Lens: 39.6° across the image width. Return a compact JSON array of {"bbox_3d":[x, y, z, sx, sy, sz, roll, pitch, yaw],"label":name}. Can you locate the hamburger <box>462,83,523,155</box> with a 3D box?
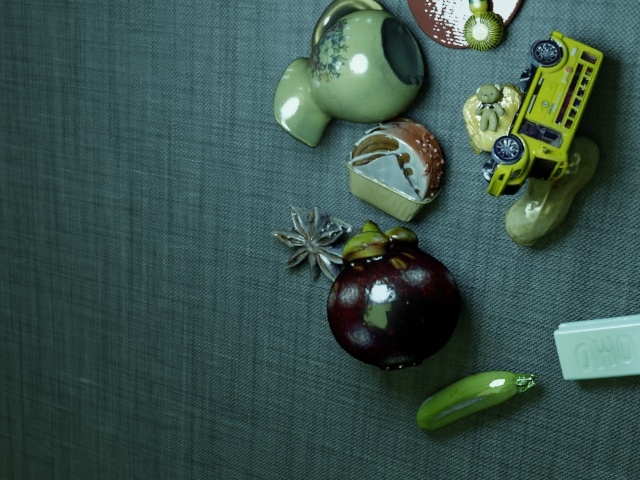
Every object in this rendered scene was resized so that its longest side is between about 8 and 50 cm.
[{"bbox_3d":[0.376,-0.256,1.886,0.147,0.083,0.138,-18,88,29],"label":"hamburger"}]

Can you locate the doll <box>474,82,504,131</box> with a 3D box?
[{"bbox_3d":[0.350,-0.275,1.837,0.061,0.051,0.093,4,126,24],"label":"doll"}]

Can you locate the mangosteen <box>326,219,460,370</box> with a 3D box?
[{"bbox_3d":[0.153,0.114,1.985,0.306,0.307,0.347,-15,81,30],"label":"mangosteen"}]

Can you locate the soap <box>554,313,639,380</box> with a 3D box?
[{"bbox_3d":[0.612,0.229,1.896,0.198,0.066,0.119,-11,100,30],"label":"soap"}]

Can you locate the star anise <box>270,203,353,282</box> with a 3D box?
[{"bbox_3d":[0.000,0.001,2.153,0.262,0.081,0.230,-31,87,42],"label":"star anise"}]

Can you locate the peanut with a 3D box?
[{"bbox_3d":[0.473,-0.106,1.856,0.125,0.111,0.275,39,117,19],"label":"peanut"}]

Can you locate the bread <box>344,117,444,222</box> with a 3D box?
[{"bbox_3d":[0.171,-0.167,1.994,0.224,0.142,0.212,29,129,18],"label":"bread"}]

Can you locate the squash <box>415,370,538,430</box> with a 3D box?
[{"bbox_3d":[0.352,0.359,2.058,0.341,0.094,0.094,-31,88,33],"label":"squash"}]

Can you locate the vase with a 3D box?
[{"bbox_3d":[0.058,-0.396,1.958,0.302,0.240,0.329,-19,62,37],"label":"vase"}]

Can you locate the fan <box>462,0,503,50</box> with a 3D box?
[{"bbox_3d":[0.328,-0.470,1.840,0.082,0.039,0.155,-6,104,28],"label":"fan"}]

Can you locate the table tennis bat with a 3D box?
[{"bbox_3d":[0.311,-0.607,1.849,0.268,0.051,0.415,17,112,23],"label":"table tennis bat"}]

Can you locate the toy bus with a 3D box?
[{"bbox_3d":[0.432,-0.231,1.734,0.151,0.145,0.331,22,75,7],"label":"toy bus"}]
